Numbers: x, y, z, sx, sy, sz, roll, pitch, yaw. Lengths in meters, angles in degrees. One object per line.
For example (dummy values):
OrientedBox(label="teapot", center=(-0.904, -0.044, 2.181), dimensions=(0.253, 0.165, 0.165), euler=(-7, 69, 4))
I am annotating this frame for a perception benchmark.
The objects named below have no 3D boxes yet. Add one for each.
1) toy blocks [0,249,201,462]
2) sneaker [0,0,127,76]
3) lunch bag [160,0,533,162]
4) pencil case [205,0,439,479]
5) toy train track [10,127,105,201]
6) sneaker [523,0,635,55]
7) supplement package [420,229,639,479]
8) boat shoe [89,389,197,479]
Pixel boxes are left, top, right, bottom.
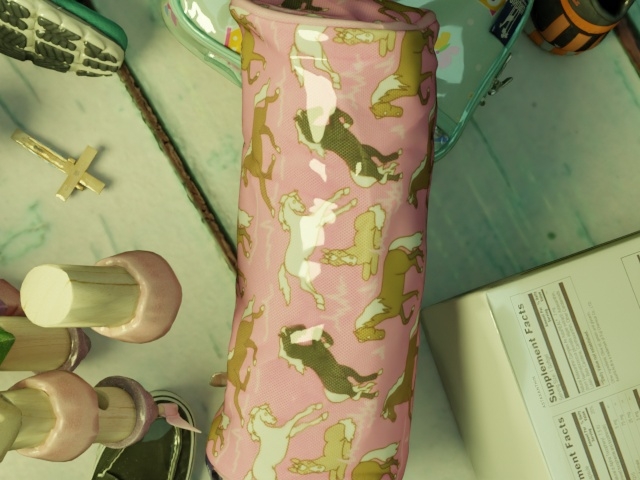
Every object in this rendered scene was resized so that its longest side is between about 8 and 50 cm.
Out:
OrientedBox(label="toy blocks", center=(-0.264, 0.080, 1.376), dimensions=(0.289, 0.260, 0.309), euler=(37, 103, 22))
OrientedBox(label="sneaker", center=(-0.258, -0.229, 1.450), dimensions=(0.275, 0.107, 0.110), euler=(37, 69, -6))
OrientedBox(label="lunch bag", center=(0.025, -0.188, 1.498), dimensions=(0.279, 0.108, 0.224), euler=(32, 79, -7))
OrientedBox(label="pencil case", center=(0.000, 0.000, 1.389), dimensions=(0.167, 0.160, 0.386), euler=(9, 106, 14))
OrientedBox(label="toy train track", center=(-0.208, -0.063, 1.486), dimensions=(0.083, 0.014, 0.048), euler=(33, 86, -1))
OrientedBox(label="sneaker", center=(0.252, -0.315, 1.523), dimensions=(0.125, 0.180, 0.321), euler=(9, 83, -11))
OrientedBox(label="supplement package", center=(0.250, 0.097, 1.470), dimensions=(0.263, 0.199, 0.198), euler=(-19, 88, -13))
OrientedBox(label="boat shoe", center=(-0.152, 0.219, 1.438), dimensions=(0.078, 0.070, 0.219), euler=(25, 80, -9))
